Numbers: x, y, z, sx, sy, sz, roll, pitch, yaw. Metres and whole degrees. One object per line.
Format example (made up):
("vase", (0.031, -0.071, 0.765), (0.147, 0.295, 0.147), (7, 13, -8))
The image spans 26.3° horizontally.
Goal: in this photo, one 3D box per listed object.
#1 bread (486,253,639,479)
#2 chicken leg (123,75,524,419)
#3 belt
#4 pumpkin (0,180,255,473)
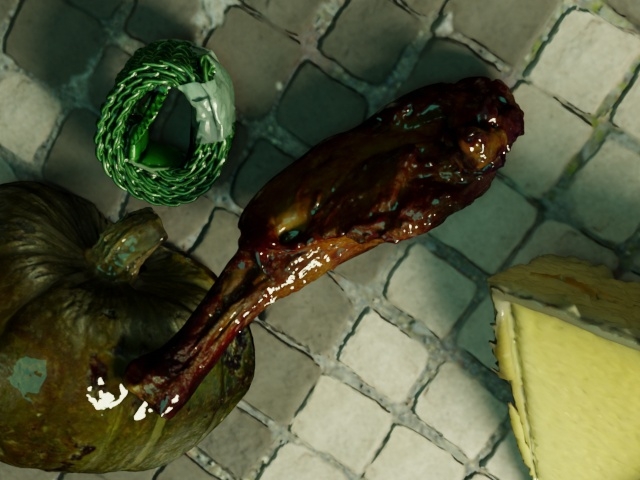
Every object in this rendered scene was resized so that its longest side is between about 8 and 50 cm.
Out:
("bread", (0.310, 0.224, 1.120), (0.345, 0.242, 0.405), (10, 108, 20))
("chicken leg", (0.000, 0.000, 1.163), (0.407, 0.158, 0.096), (-37, 122, 1))
("belt", (-0.133, -0.111, 1.223), (0.121, 0.079, 0.151), (17, 123, 0))
("pumpkin", (-0.224, 0.081, 1.230), (0.325, 0.232, 0.242), (27, 110, 3))
